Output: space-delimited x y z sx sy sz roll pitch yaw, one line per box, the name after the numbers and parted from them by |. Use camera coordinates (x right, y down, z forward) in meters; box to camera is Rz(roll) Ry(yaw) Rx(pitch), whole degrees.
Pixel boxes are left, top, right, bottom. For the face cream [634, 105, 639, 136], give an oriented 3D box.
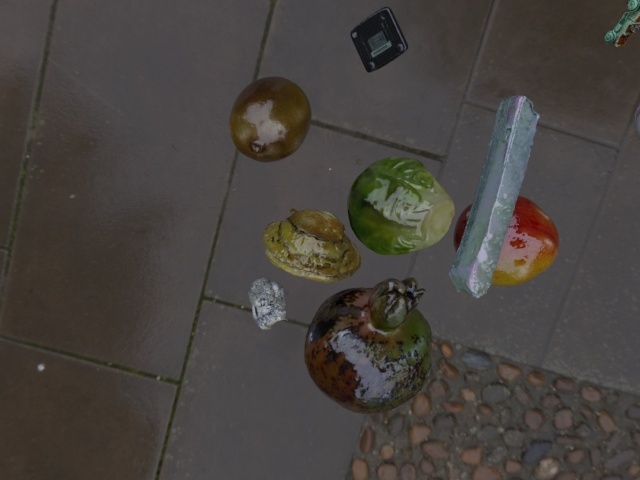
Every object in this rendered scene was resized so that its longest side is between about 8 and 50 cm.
0.580 -0.208 0.850 0.095 0.091 0.091 -40 96 -24 | face cream

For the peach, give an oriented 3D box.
0.351 -0.006 1.000 0.197 0.197 0.198 0 98 1 | peach

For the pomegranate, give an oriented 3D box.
0.113 0.198 1.070 0.284 0.285 0.341 14 134 -1 | pomegranate

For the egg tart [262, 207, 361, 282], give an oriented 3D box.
-0.016 0.000 1.139 0.240 0.241 0.106 15 119 -1 | egg tart

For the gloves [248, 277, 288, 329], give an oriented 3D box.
-0.158 0.181 1.528 0.114 0.070 0.153 -31 59 21 | gloves

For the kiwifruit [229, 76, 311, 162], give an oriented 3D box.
-0.123 -0.291 1.250 0.195 0.234 0.196 10 134 11 | kiwifruit

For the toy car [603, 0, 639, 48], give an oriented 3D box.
0.898 -0.635 1.495 0.073 0.143 0.054 -12 59 -22 | toy car

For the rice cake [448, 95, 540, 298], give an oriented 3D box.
0.178 -0.045 0.529 0.034 0.043 0.211 17 88 -19 | rice cake

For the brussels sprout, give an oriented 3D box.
0.130 -0.052 0.870 0.161 0.180 0.144 -43 137 -3 | brussels sprout

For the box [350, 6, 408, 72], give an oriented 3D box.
0.147 -0.512 1.311 0.126 0.027 0.125 -24 96 34 | box

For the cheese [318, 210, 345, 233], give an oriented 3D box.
0.000 0.000 1.563 0.137 0.227 0.064 41 130 -10 | cheese
